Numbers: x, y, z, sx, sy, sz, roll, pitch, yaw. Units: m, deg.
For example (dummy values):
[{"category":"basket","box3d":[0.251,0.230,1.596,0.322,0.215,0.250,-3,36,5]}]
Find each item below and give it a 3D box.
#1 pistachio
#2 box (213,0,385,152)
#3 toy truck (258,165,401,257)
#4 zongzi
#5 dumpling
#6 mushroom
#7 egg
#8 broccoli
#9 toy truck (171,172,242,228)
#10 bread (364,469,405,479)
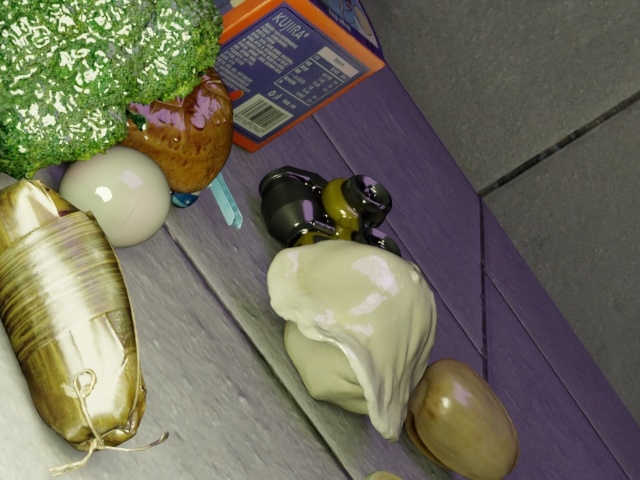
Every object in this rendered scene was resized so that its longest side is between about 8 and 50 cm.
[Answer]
[{"category":"pistachio","box3d":[0.192,0.251,2.352,0.206,0.131,0.129,47,-9,-30]},{"category":"box","box3d":[-0.126,-0.346,2.318,0.348,0.257,0.318,28,33,-63]},{"category":"toy truck","box3d":[0.000,0.000,2.280,0.165,0.147,0.224,23,32,-24]},{"category":"zongzi","box3d":[-0.197,0.078,1.489,0.248,0.111,0.241,66,9,12]},{"category":"dumpling","box3d":[0.066,0.131,2.072,0.318,0.187,0.243,48,13,-45]},{"category":"mushroom","box3d":[-0.187,-0.152,1.846,0.231,0.138,0.194,12,70,-40]},{"category":"egg","box3d":[-0.205,-0.044,1.707,0.103,0.103,0.135,61,18,15]},{"category":"broccoli","box3d":[-0.242,-0.204,1.626,0.283,0.321,0.304,107,-34,-72]},{"category":"toy truck","box3d":[-0.150,-0.060,1.991,0.136,0.074,0.063,63,15,17]},{"category":"bread","box3d":[0.085,0.327,2.032,0.112,0.036,0.193,53,17,4]}]
